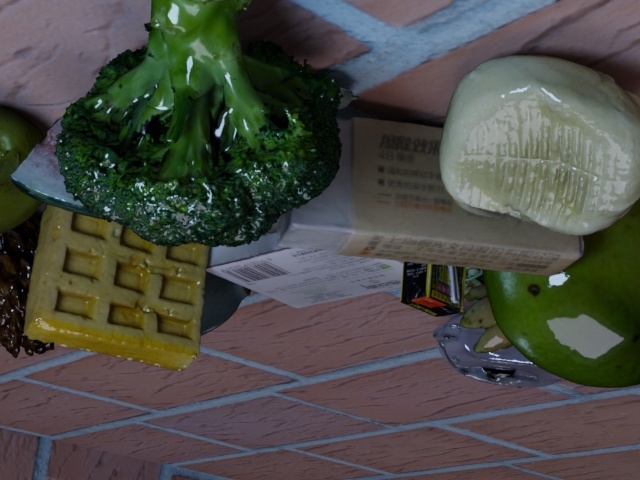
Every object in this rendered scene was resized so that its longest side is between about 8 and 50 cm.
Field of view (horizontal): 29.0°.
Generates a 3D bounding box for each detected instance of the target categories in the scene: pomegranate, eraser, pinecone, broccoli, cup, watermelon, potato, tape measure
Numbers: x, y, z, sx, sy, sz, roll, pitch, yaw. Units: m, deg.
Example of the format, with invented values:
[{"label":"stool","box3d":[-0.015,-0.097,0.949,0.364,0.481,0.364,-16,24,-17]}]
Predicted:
[{"label":"pomegranate","box3d":[0.327,0.088,1.587,0.309,0.216,0.358,25,143,-31]},{"label":"eraser","box3d":[0.123,-0.049,1.384,0.343,0.144,0.078,6,158,-15]},{"label":"pinecone","box3d":[-0.422,0.057,1.770,0.221,0.222,0.221,5,159,2]},{"label":"broccoli","box3d":[-0.108,-0.136,1.169,0.297,0.298,0.297,5,121,0]},{"label":"cup","box3d":[-0.182,0.059,1.782,0.150,0.199,0.199,-16,156,5]},{"label":"watermelon","box3d":[-0.181,-0.102,1.365,0.260,0.256,0.176,16,114,-7]},{"label":"potato","box3d":[-0.425,-0.073,1.496,0.186,0.149,0.253,16,158,-19]},{"label":"tape measure","box3d":[0.306,0.179,2.019,0.236,0.120,0.197,5,162,14]}]

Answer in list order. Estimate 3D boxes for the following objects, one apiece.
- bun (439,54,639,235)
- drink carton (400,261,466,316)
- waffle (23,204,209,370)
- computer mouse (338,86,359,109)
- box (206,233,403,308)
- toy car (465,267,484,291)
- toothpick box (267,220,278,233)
[{"label":"bun","box3d":[0.235,-0.104,1.271,0.229,0.145,0.229,16,135,17]},{"label":"drink carton","box3d":[0.144,0.005,1.526,0.071,0.166,0.056,22,154,-37]},{"label":"waffle","box3d":[-0.248,0.024,1.563,0.221,0.248,0.055,17,157,-30]},{"label":"computer mouse","box3d":[-0.014,-0.158,1.328,0.110,0.032,0.056,-4,170,6]},{"label":"box","box3d":[0.000,0.000,1.630,0.260,0.111,0.194,-15,152,39]},{"label":"toy car","box3d":[0.213,0.044,1.766,0.186,0.058,0.093,-7,154,31]},{"label":"toothpick box","box3d":[-0.087,-0.060,1.495,0.180,0.111,0.111,-6,157,30]}]
